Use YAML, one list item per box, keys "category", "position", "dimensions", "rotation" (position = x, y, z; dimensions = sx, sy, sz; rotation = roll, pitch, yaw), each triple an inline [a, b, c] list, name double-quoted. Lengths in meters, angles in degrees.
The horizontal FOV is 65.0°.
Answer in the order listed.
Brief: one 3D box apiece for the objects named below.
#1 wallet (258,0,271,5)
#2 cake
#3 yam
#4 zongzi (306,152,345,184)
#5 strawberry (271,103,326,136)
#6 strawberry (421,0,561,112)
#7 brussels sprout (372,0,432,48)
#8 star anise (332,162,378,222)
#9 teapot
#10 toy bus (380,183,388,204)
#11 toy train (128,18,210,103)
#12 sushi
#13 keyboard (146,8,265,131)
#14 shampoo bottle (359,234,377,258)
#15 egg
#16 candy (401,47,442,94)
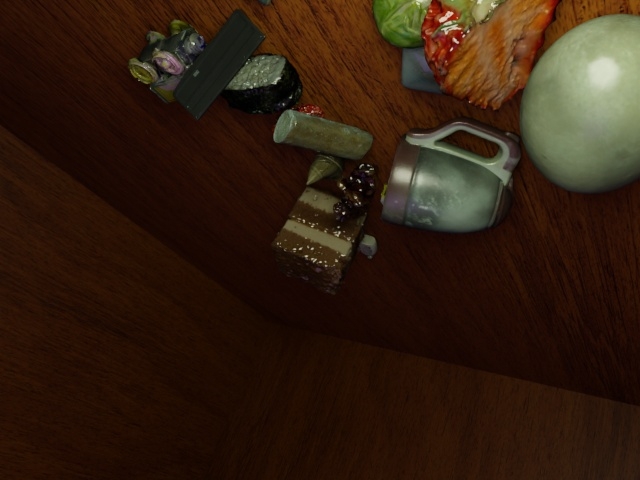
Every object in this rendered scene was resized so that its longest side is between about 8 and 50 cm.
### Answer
- category: "wallet"
  position: [-0.212, -0.611, 0.915]
  dimensions: [0.361, 0.083, 0.252]
  rotation: [29, 162, -15]
- category: "cake"
  position: [0.000, 0.000, 1.792]
  dimensions: [0.282, 0.290, 0.255]
  rotation: [21, 156, 8]
- category: "yam"
  position: [0.012, -0.273, 1.325]
  dimensions: [0.259, 0.093, 0.093]
  rotation: [8, 166, -29]
- category: "zongzi"
  position: [0.010, -0.190, 1.503]
  dimensions: [0.081, 0.178, 0.189]
  rotation: [26, 159, 15]
- category: "strawberry"
  position: [-0.058, -0.331, 1.403]
  dimensions: [0.121, 0.082, 0.188]
  rotation: [2, 160, -40]
- category: "strawberry"
  position: [0.286, -0.371, 0.852]
  dimensions: [0.280, 0.253, 0.150]
  rotation: [0, -136, -50]
- category: "brussels sprout"
  position: [0.169, -0.420, 0.920]
  dimensions: [0.155, 0.117, 0.155]
  rotation: [28, 164, 9]
- category: "star anise"
  position: [0.101, -0.139, 1.508]
  dimensions: [0.126, 0.190, 0.220]
  rotation: [19, 157, 0]
- category: "teapot"
  position: [0.335, -0.159, 1.260]
  dimensions: [0.313, 0.233, 0.314]
  rotation: [14, 129, 7]
- category: "toy bus"
  position: [0.296, -0.128, 1.503]
  dimensions: [0.226, 0.074, 0.081]
  rotation: [6, 152, 34]
- category: "toy train"
  position: [-0.381, -0.463, 1.329]
  dimensions: [0.261, 0.134, 0.177]
  rotation: [3, 151, 40]
- category: "sushi"
  position: [-0.156, -0.391, 1.275]
  dimensions: [0.225, 0.124, 0.127]
  rotation: [8, 159, 28]
- category: "keyboard"
  position: [-0.287, -0.384, 1.233]
  dimensions: [0.103, 0.381, 0.041]
  rotation: [46, -163, -5]
- category: "shampoo bottle"
  position: [0.192, 0.032, 1.997]
  dimensions: [0.077, 0.045, 0.152]
  rotation: [13, 154, 20]
- category: "egg"
  position: [0.484, -0.223, 0.873]
  dimensions: [0.259, 0.258, 0.352]
  rotation: [14, 156, 22]
- category: "candy"
  position: [0.252, -0.357, 1.036]
  dimensions: [0.174, 0.071, 0.138]
  rotation: [16, 153, 15]
